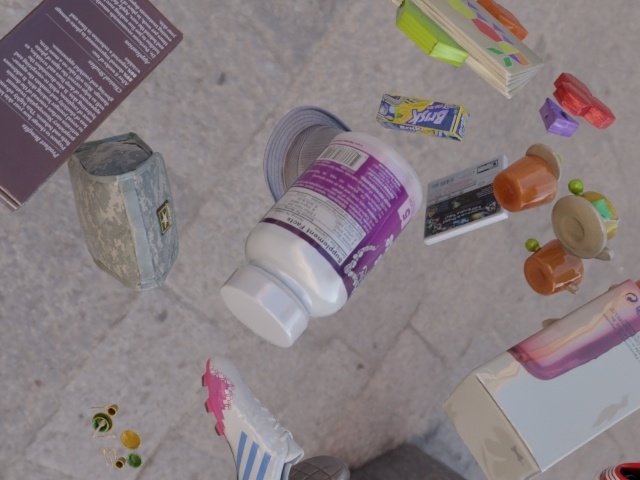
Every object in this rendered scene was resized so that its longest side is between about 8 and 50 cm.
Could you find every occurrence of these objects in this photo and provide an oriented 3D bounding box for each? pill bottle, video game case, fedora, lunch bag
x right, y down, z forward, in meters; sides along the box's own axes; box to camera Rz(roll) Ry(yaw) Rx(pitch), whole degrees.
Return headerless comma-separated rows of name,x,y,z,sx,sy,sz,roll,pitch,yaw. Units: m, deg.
pill bottle,0.000,0.000,1.186,0.301,0.169,0.169,-50,138,-23
video game case,0.308,-0.086,1.772,0.022,0.190,0.173,45,39,-34
fedora,0.039,-0.110,1.486,0.243,0.124,0.275,-55,126,-31
lunch bag,-0.369,-0.057,1.598,0.169,0.287,0.235,-16,116,-21

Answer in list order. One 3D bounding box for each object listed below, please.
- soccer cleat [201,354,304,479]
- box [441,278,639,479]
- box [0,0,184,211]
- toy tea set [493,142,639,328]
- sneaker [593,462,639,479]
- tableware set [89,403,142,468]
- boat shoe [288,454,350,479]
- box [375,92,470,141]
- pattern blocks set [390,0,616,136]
soccer cleat,-0.111,0.356,1.532,0.143,0.331,0.116,-21,166,9
box,0.278,0.168,0.954,0.232,0.126,0.148,-25,159,-19
box,-0.415,-0.245,1.310,0.191,0.143,0.381,45,69,-16
toy tea set,0.368,0.020,1.124,0.124,0.200,0.336,-23,94,-26
sneaker,0.603,0.464,1.470,0.128,0.221,0.087,101,13,-65
tableware set,-0.443,0.428,1.816,0.024,0.104,0.154,-58,139,-72
boat shoe,-0.067,0.685,2.157,0.355,0.132,0.130,-36,135,6
box,0.196,-0.237,1.605,0.054,0.169,0.059,22,84,-59
pattern blocks set,0.161,-0.226,0.905,0.285,0.325,0.026,-15,149,-53
